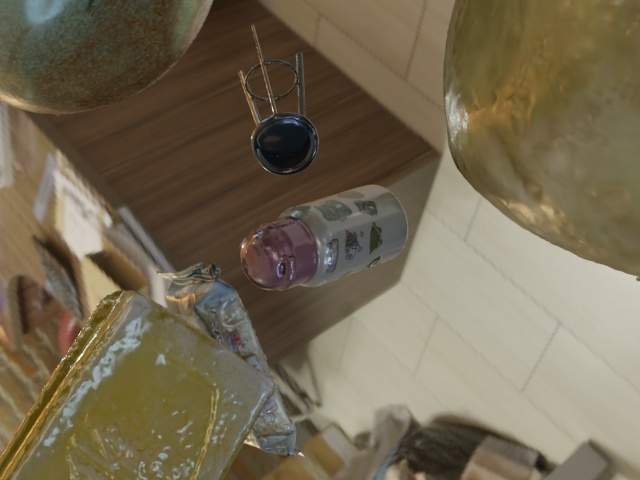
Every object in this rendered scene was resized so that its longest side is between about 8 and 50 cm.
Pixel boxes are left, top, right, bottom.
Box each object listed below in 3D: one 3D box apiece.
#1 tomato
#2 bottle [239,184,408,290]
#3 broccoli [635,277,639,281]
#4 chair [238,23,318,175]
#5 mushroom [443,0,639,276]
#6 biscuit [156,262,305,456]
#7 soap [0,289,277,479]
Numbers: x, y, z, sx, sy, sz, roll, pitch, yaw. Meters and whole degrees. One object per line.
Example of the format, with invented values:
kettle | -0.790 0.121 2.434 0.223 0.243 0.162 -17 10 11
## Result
tomato | -0.251 -0.284 0.931 0.303 0.303 0.239 57 166 4
bottle | 0.000 0.000 1.320 0.120 0.253 0.120 17 115 43
broccoli | 0.431 -0.045 1.000 0.375 0.302 0.249 15 110 44
chair | -0.068 -0.207 1.383 0.095 0.104 0.221 59 -165 -57
mushroom | 0.148 -0.142 0.520 0.212 0.292 0.217 -13 139 22
biscuit | -0.131 0.175 1.368 0.186 0.079 0.309 -7 107 61
soap | -0.199 0.222 0.923 0.199 0.315 0.091 36 166 -17
